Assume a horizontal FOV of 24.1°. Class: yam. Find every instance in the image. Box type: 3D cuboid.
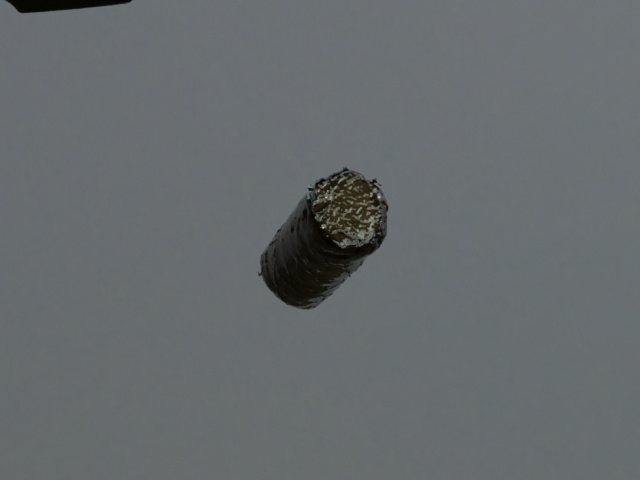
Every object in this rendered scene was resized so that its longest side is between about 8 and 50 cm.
[{"bbox_3d":[0.001,0.002,1.272,0.079,0.079,0.141,11,-27,-19],"label":"yam"}]

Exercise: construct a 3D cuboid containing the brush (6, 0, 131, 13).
[{"bbox_3d":[-0.233,-0.191,1.115,0.193,0.016,0.063,-8,-36,-9],"label":"brush"}]
